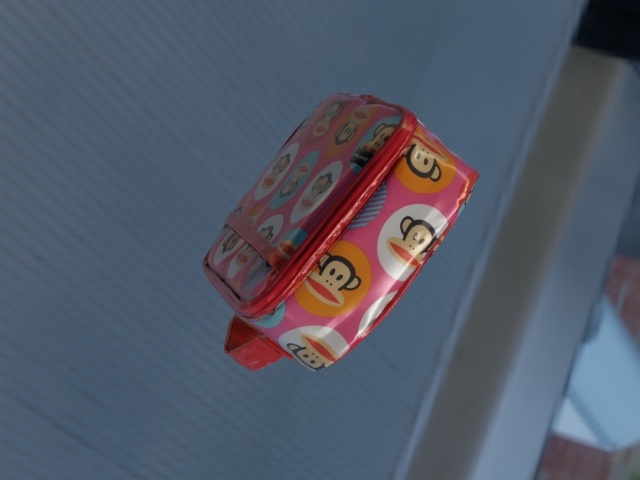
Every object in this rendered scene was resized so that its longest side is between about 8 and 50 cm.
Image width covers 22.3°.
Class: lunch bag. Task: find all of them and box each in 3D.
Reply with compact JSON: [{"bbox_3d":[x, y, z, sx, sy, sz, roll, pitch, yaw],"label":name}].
[{"bbox_3d":[0.000,0.000,1.425,0.120,0.293,0.258,38,89,-15],"label":"lunch bag"}]
